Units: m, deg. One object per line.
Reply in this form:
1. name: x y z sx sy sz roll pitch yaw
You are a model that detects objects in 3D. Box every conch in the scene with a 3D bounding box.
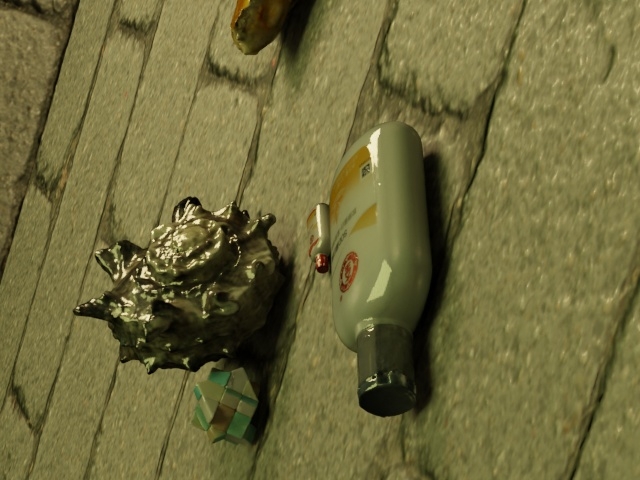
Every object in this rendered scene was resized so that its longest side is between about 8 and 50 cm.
1. conch: -0.143 0.040 2.125 0.240 0.186 0.313 -39 8 10

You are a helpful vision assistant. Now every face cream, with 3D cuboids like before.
1. face cream: 0.056 0.031 1.734 0.144 0.071 0.291 127 150 -46
2. face cream: 0.000 0.000 1.975 0.083 0.021 0.040 -95 27 -42

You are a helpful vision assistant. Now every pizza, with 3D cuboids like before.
1. pizza: -0.024 -0.371 2.234 0.189 0.071 0.297 -91 26 -66

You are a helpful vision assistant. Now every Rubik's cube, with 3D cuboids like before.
1. Rubik's cube: -0.105 0.183 2.037 0.073 0.075 0.084 -77 -7 -71
